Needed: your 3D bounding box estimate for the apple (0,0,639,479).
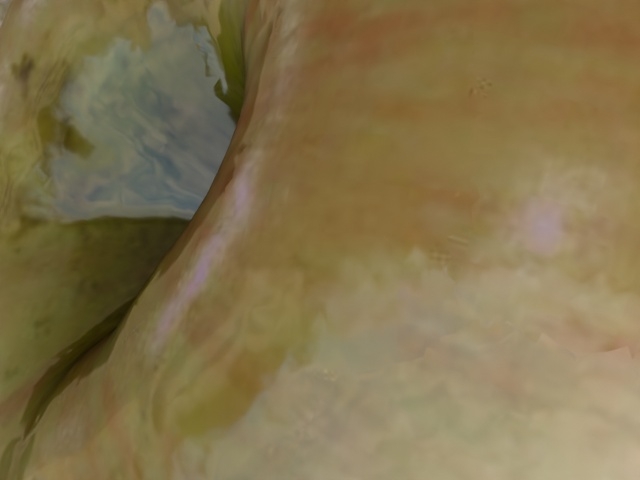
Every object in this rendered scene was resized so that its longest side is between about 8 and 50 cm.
[{"bbox_3d":[0.069,0.027,0.508,0.347,0.391,0.391,18,161,-31],"label":"apple"}]
